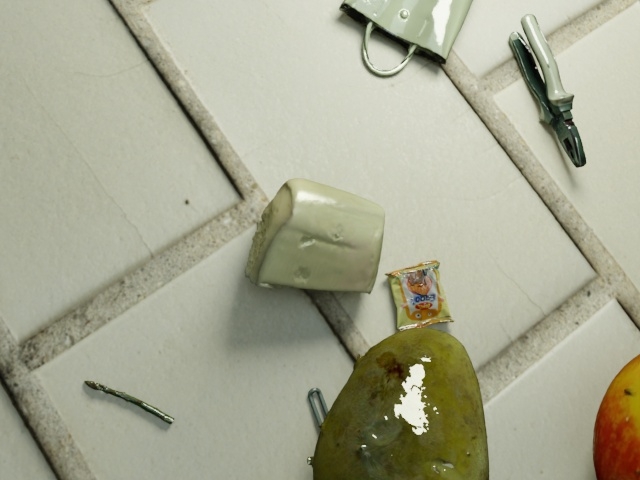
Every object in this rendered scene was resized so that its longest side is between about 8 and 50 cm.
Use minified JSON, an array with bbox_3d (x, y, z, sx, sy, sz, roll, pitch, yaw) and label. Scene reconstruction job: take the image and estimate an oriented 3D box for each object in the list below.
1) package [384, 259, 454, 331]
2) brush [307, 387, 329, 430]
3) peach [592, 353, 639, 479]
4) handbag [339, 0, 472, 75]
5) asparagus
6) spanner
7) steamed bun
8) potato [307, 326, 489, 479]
[{"bbox_3d":[0.179,0.100,1.187,0.108,0.031,0.121,-10,77,-10],"label":"package"},{"bbox_3d":[0.034,0.376,1.098,0.062,0.027,0.266,-17,74,-13],"label":"brush"},{"bbox_3d":[0.615,0.342,1.036,0.369,0.370,0.370,2,75,-7],"label":"peach"},{"bbox_3d":[0.182,-0.478,1.310,0.241,0.109,0.315,29,77,1],"label":"handbag"},{"bbox_3d":[-0.317,0.264,1.080,0.162,0.016,0.016,25,92,-2],"label":"asparagus"},{"bbox_3d":[0.458,-0.294,1.300,0.040,0.096,0.325,-15,77,-11],"label":"spanner"},{"bbox_3d":[0.000,0.000,1.138,0.225,0.170,0.200,17,105,-20],"label":"steamed bun"},{"bbox_3d":[0.124,0.303,1.020,0.269,0.219,0.359,1,50,12],"label":"potato"}]
